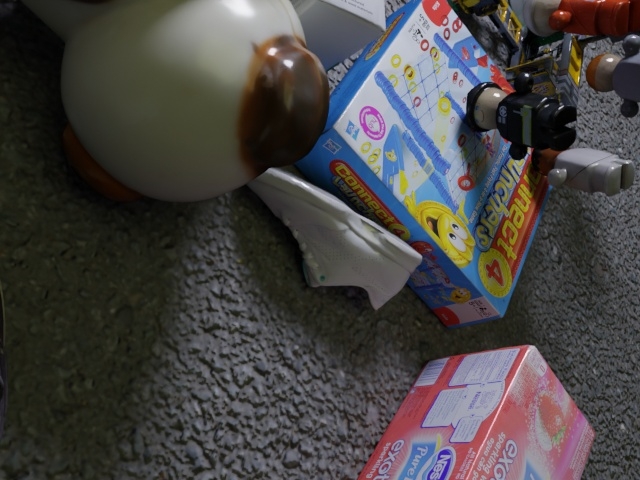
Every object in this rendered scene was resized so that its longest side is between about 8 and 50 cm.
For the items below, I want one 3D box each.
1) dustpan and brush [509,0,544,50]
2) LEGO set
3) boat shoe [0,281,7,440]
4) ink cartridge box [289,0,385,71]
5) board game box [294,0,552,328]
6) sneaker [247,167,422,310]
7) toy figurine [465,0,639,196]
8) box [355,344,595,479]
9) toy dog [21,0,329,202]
[{"bbox_3d":[0.343,-0.430,1.155,0.211,0.060,0.147,52,51,-14],"label":"dustpan and brush"},{"bbox_3d":[0.345,-0.292,0.968,0.255,0.331,0.192,46,51,-45],"label":"LEGO set"},{"bbox_3d":[-0.257,0.093,0.471,0.102,0.092,0.285,8,70,-36],"label":"boat shoe"},{"bbox_3d":[-0.015,-0.295,0.755,0.093,0.154,0.213,13,69,-35],"label":"ink cartridge box"},{"bbox_3d":[0.150,-0.106,0.874,0.302,0.086,0.308,45,52,-19],"label":"board game box"},{"bbox_3d":[0.000,0.000,0.734,0.212,0.080,0.094,32,98,-13],"label":"sneaker"},{"bbox_3d":[0.299,-0.173,0.833,0.209,0.148,0.213,27,93,-37],"label":"toy figurine"},{"bbox_3d":[0.138,0.262,0.702,0.142,0.154,0.300,52,50,-14],"label":"box"},{"bbox_3d":[-0.131,-0.227,0.532,0.395,0.284,0.408,-83,155,-60],"label":"toy dog"}]
